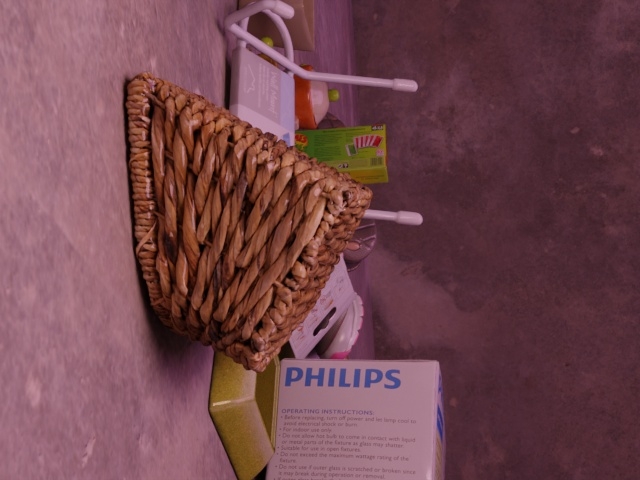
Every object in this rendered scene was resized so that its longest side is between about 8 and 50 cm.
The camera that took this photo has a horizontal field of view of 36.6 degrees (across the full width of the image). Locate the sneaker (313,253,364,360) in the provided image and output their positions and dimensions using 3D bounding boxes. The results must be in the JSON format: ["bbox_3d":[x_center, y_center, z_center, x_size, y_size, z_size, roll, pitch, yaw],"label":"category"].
[{"bbox_3d":[-0.016,0.079,1.473,0.103,0.111,0.252,-54,-142,34],"label":"sneaker"}]

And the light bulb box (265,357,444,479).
[{"bbox_3d":[0.058,0.397,1.352,0.358,0.225,0.361,76,17,-58],"label":"light bulb box"}]

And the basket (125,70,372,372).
[{"bbox_3d":[-0.098,-0.011,0.960,0.213,0.223,0.299,-61,176,6],"label":"basket"}]

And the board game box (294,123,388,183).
[{"bbox_3d":[0.020,-0.139,1.609,0.043,0.181,0.092,76,13,-57],"label":"board game box"}]

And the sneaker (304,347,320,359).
[{"bbox_3d":[-0.024,0.132,1.598,0.115,0.105,0.281,50,19,-9],"label":"sneaker"}]

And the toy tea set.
[{"bbox_3d":[-0.033,-0.119,1.400,0.200,0.124,0.335,-16,102,-83],"label":"toy tea set"}]

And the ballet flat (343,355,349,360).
[{"bbox_3d":[0.030,0.289,1.842,0.073,0.080,0.232,163,-75,-70],"label":"ballet flat"}]

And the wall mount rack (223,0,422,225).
[{"bbox_3d":[-0.003,-0.149,1.262,0.304,0.131,0.349,22,62,-48],"label":"wall mount rack"}]

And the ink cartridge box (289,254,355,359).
[{"bbox_3d":[-0.026,0.059,1.324,0.145,0.045,0.179,-48,139,-29],"label":"ink cartridge box"}]

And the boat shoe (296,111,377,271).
[{"bbox_3d":[-0.005,-0.085,1.705,0.130,0.132,0.355,122,-32,-44],"label":"boat shoe"}]

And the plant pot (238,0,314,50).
[{"bbox_3d":[-0.064,-0.341,1.389,0.109,0.096,0.109,71,16,-65],"label":"plant pot"}]

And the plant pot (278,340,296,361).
[{"bbox_3d":[-0.047,0.139,1.396,0.083,0.083,0.079,-80,178,-62],"label":"plant pot"}]

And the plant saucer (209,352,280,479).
[{"bbox_3d":[-0.084,0.169,1.166,0.188,0.045,0.188,79,10,-49],"label":"plant saucer"}]
